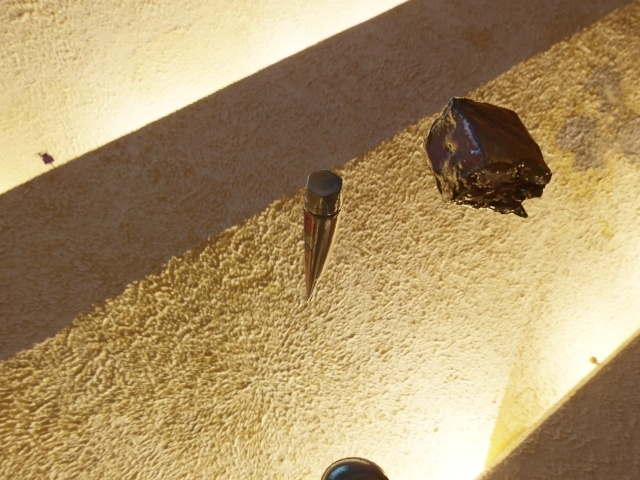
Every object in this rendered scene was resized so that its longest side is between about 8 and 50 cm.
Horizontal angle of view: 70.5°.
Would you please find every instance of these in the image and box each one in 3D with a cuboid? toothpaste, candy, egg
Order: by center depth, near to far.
[{"bbox_3d":[0.000,0.000,0.539,0.042,0.194,0.067,20,-127,12],"label":"toothpaste"},{"bbox_3d":[0.302,-0.152,0.833,0.184,0.137,0.195,7,-128,-24],"label":"candy"},{"bbox_3d":[0.065,0.462,0.849,0.135,0.103,0.103,-1,-107,-4],"label":"egg"}]
